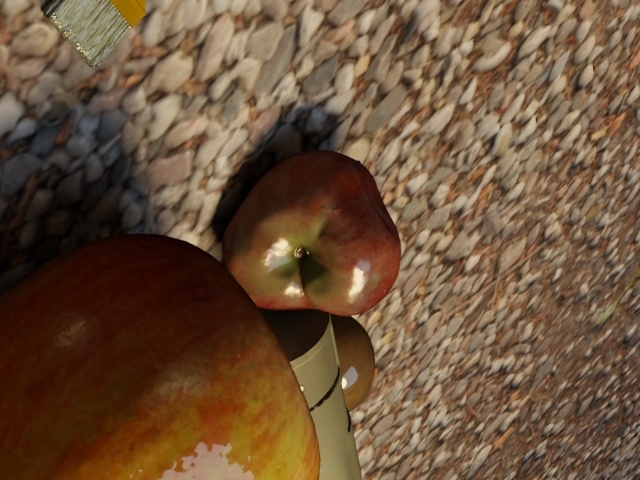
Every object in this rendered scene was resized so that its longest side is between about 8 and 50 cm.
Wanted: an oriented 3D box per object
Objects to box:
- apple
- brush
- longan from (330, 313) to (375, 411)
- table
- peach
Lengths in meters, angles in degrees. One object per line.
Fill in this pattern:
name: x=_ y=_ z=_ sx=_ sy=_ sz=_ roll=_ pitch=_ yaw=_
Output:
apple: x=-0.150 y=0.145 z=1.309 sx=0.301 sy=0.301 sz=0.301 roll=-39 pitch=153 yaw=-25
brush: x=-0.104 y=-0.210 z=1.211 sx=0.205 sy=0.011 sz=0.083 roll=-49 pitch=154 yaw=-6
longan: x=0.003 y=0.120 z=1.734 sx=0.092 sy=0.113 sz=0.113 roll=-28 pitch=147 yaw=-47
table: x=-0.038 y=0.154 z=1.623 sx=0.126 sy=0.126 sz=0.220 roll=-37 pitch=136 yaw=-27
peach: x=0.000 y=0.000 z=1.532 sx=0.152 sy=0.152 sz=0.152 roll=-39 pitch=153 yaw=-25
